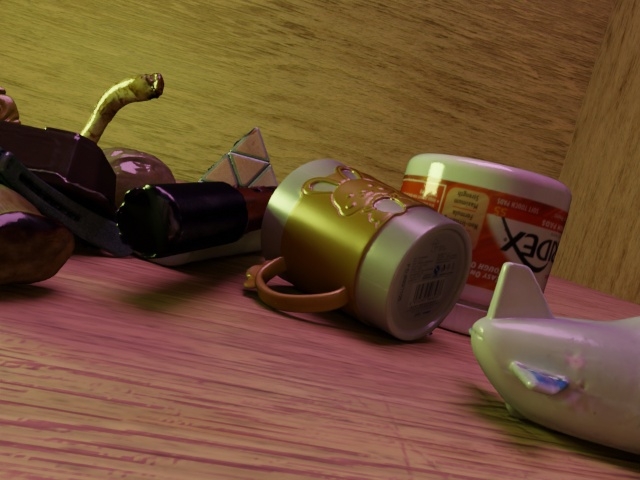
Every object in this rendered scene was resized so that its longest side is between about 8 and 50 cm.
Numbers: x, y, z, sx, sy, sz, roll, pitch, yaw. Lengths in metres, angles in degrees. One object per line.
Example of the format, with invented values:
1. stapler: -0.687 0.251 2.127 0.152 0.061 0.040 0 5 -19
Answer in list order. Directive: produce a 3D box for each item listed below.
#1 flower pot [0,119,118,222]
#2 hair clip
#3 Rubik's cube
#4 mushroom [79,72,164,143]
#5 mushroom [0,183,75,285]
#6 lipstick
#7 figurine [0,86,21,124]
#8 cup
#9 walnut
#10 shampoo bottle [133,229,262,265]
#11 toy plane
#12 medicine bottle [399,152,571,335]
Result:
1. flower pot: -0.369 -0.088 0.560 0.251 0.084 0.179 10 -18 -9
2. hair clip: -0.273 -0.034 0.474 0.070 0.039 0.229 16 -16 8
3. Rubik's cube: -0.212 -0.110 1.182 0.229 0.233 0.228 -20 40 17
4. mushroom: -0.463 -0.211 0.952 0.233 0.301 0.208 30 -22 19
5. mushroom: -0.357 -0.030 0.406 0.313 0.081 0.100 15 0 21
6. lipstick: -0.112 -0.038 0.592 0.077 0.077 0.418 15 9 8
7. figurine: -0.605 -0.151 0.619 0.168 0.187 0.315 20 16 12
8. cup: 0.034 0.022 0.564 0.241 0.185 0.226 -30 37 -29
9. walnut: -0.334 -0.095 0.800 0.140 0.140 0.162 19 -3 34
10. shampoo bottle: -0.172 -0.020 0.750 0.134 0.078 0.359 17 7 13
11. toy plane: 0.252 0.110 0.375 0.267 0.122 0.267 17 6 -2
12. medicine bottle: 0.235 0.004 0.730 0.253 0.240 0.252 14 7 -2
